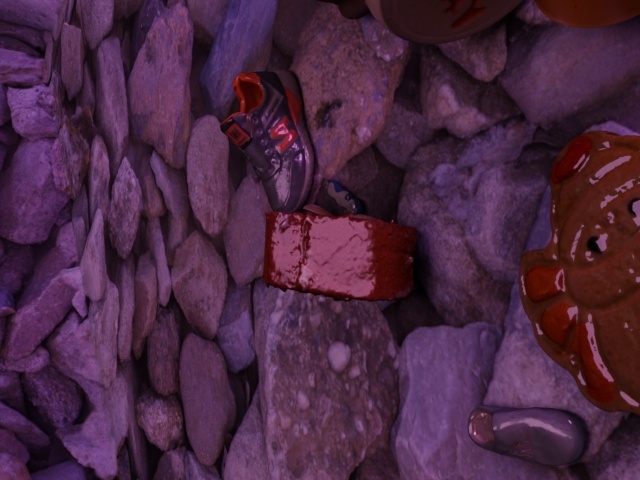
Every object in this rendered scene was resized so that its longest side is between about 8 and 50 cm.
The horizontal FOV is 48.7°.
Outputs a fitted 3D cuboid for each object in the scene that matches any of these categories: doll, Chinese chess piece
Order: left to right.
[{"bbox_3d":[0.044,-0.082,1.356,0.125,0.027,0.037,43,129,45],"label":"doll"},{"bbox_3d":[0.184,-0.394,0.978,0.273,0.273,0.102,-45,54,43],"label":"Chinese chess piece"}]

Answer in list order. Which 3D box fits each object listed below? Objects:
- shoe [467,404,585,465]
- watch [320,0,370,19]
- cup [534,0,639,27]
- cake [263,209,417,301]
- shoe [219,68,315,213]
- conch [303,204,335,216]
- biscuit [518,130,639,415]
[{"bbox_3d":[0.271,0.273,0.995,0.195,0.078,0.079,-10,80,57],"label":"shoe"},{"bbox_3d":[0.044,-0.613,1.207,0.327,0.314,0.335,-41,45,31],"label":"watch"},{"bbox_3d":[0.318,-0.402,0.809,0.182,0.264,0.226,10,71,34],"label":"cup"},{"bbox_3d":[0.034,0.023,1.219,0.283,0.177,0.150,3,95,27],"label":"cake"},{"bbox_3d":[-0.120,-0.210,1.463,0.132,0.171,0.336,-26,68,50],"label":"shoe"},{"bbox_3d":[-0.006,-0.007,1.369,0.176,0.094,0.104,13,63,49],"label":"conch"},{"bbox_3d":[0.394,0.032,0.854,0.359,0.074,0.381,-50,54,38],"label":"biscuit"}]
